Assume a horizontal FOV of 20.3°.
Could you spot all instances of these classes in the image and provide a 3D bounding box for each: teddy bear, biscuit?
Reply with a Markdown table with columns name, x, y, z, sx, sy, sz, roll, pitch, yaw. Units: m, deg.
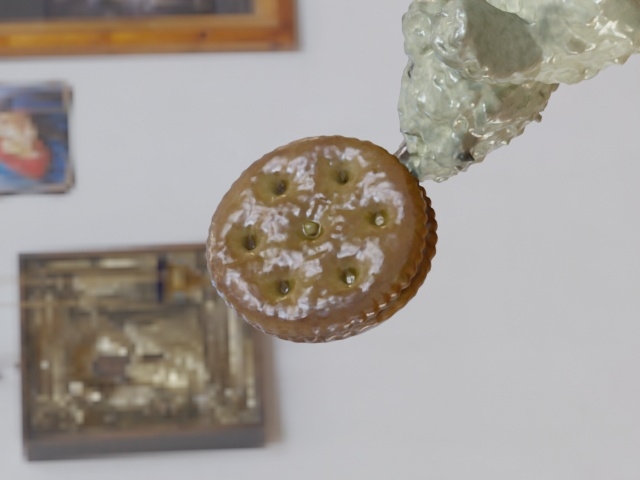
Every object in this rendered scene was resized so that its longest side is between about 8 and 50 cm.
| name | x | y | z | sx | sy | sz | roll | pitch | yaw |
| --- | --- | --- | --- | --- | --- | --- | --- | --- | --- |
| teddy bear | 0.143 | -0.242 | 1.729 | 0.375 | 0.362 | 0.327 | 59 | -145 | -24 |
| biscuit | 0.000 | 0.000 | 1.676 | 0.066 | 0.220 | 0.220 | 65 | -162 | -56 |
